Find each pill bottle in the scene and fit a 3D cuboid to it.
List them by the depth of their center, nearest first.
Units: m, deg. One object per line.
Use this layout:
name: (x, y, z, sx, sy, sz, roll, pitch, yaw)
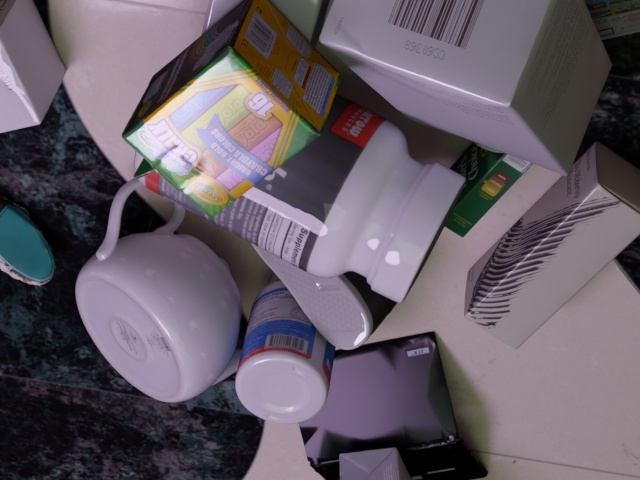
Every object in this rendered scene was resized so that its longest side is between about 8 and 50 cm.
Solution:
pill bottle: (-0.023, -0.083, 1.740, 0.363, 0.210, 0.210, 27, 127, 6)
pill bottle: (-0.039, 0.130, 1.939, 0.124, 0.221, 0.124, 4, 126, 6)

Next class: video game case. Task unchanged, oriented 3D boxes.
video game case: (0.359, -0.279, 1.624, 0.227, 0.026, 0.206, -10, 167, 16)

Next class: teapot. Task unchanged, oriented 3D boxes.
teapot: (-0.197, 0.077, 1.955, 0.252, 0.187, 0.256, 40, 147, 15)

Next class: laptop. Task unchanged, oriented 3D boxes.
laptop: (0.101, 0.270, 2.153, 0.234, 0.137, 0.264, -12, 149, 17)

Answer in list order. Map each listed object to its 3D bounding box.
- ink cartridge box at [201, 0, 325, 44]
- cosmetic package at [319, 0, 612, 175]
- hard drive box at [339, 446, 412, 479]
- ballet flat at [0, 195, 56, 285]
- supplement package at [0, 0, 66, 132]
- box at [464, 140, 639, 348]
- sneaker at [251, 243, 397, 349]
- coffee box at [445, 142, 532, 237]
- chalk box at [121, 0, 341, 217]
ink cartridge box: (-0.051, -0.271, 1.613, 0.117, 0.278, 0.201, 17, 127, -1)
cosmetic package: (0.169, -0.200, 1.540, 0.217, 0.385, 0.156, 22, 91, 18)
hard drive box: (0.096, 0.431, 2.116, 0.089, 0.181, 0.232, -8, 149, 10)
ballet flat: (-0.464, -0.029, 1.984, 0.241, 0.091, 0.077, 47, 149, -19)
supplement package: (-0.466, -0.210, 1.804, 0.244, 0.134, 0.139, -11, 124, 16)
box: (0.305, 0.010, 1.872, 0.094, 0.113, 0.275, 32, 123, -14)
sneaker: (0.000, 0.000, 1.921, 0.104, 0.147, 0.296, -35, 84, 28)
coffee box: (0.218, -0.100, 1.802, 0.040, 0.113, 0.184, 30, 126, -15)
chalk box: (-0.105, -0.125, 1.474, 0.132, 0.132, 0.213, 43, 123, -19)
